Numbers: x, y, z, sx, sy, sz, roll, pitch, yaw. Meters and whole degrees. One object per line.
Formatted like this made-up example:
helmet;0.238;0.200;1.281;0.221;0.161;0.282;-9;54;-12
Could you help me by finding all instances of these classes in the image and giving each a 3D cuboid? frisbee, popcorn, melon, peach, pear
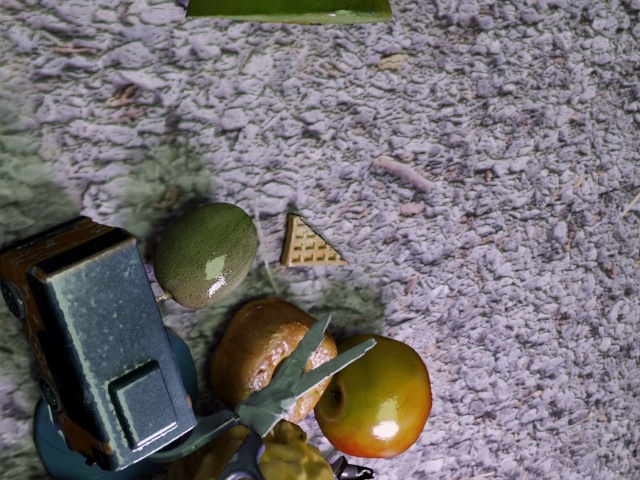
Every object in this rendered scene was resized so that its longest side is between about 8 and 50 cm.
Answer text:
frisbee;-0.304;0.268;1.587;0.290;0.049;0.289;-17;117;-37
popcorn;-0.143;0.450;1.612;0.382;0.349;0.348;7;102;-36
melon;-0.178;0.027;1.544;0.192;0.139;0.139;-46;131;-18
peach;0.094;0.281;1.841;0.231;0.231;0.230;-17;117;-36
pear;-0.017;-0.370;1.462;0.288;0.239;0.139;-8;111;-41

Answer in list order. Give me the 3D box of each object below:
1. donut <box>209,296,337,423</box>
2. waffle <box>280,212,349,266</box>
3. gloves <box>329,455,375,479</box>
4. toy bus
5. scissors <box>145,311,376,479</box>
donut;-0.078;0.210;1.723;0.227;0.114;0.226;-18;120;-36
waffle;0.000;0.000;1.771;0.153;0.023;0.097;1;107;-40
gloves;-0.020;0.488;1.885;0.286;0.119;0.142;-17;126;-21
toy bus;-0.307;0.145;1.414;0.162;0.194;0.323;-27;111;-32
scissors;-0.076;0.254;1.560;0.383;0.256;0.029;-39;144;-21
